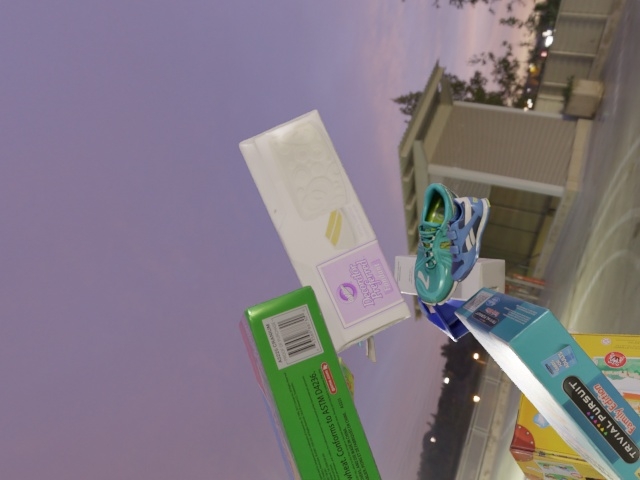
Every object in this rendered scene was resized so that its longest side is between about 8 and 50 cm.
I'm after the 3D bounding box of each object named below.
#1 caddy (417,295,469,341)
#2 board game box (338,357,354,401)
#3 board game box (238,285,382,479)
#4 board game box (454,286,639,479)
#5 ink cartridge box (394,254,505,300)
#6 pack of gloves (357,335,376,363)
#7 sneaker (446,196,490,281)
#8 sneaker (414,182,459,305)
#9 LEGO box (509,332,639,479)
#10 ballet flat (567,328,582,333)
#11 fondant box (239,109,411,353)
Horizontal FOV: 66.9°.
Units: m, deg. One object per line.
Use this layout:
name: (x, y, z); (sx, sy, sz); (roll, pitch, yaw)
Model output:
caddy: (0.476, 0.238, 1.906); (0.241, 0.179, 0.341); (53, -171, -36)
board game box: (0.069, 0.476, 1.575); (0.092, 0.043, 0.181); (58, -165, -19)
board game box: (-0.023, 0.191, 0.550); (0.316, 0.064, 0.242); (129, 121, -74)
board game box: (0.385, 0.239, 0.781); (0.079, 0.336, 0.254); (-40, 1, 1)
ink cartridge box: (0.387, 0.106, 1.452); (0.197, 0.273, 0.114); (-1, -86, -51)
pack of gloves: (0.174, 0.307, 1.783); (0.195, 0.046, 0.232); (46, -146, -43)
sneaker: (0.230, -0.004, 0.794); (0.053, 0.059, 0.144); (-152, 75, -84)
sneaker: (0.246, 0.005, 1.065); (0.110, 0.107, 0.275); (31, -119, -51)
LEGO box: (0.783, 0.440, 1.216); (0.193, 0.501, 0.372); (54, -131, -30)
ballet flat: (0.861, 0.343, 1.704); (0.072, 0.213, 0.068); (-3, -99, -47)
fondant box: (0.000, 0.000, 0.649); (0.330, 0.096, 0.238); (101, 144, -87)
